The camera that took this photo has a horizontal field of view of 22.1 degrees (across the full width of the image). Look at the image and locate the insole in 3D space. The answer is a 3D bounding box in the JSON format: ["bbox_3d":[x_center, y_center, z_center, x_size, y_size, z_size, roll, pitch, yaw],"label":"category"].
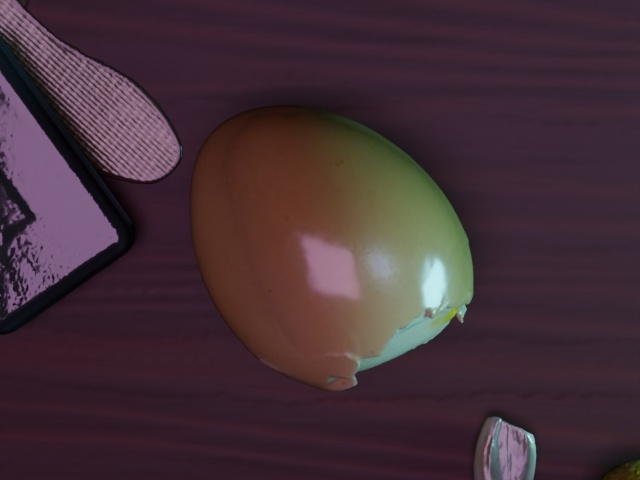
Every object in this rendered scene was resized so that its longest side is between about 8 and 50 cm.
[{"bbox_3d":[-0.226,-0.137,1.405,0.253,0.005,0.086,40,98,-1],"label":"insole"}]

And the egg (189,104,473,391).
[{"bbox_3d":[0.000,0.000,1.308,0.201,0.201,0.244,-40,91,8],"label":"egg"}]

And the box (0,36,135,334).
[{"bbox_3d":[-0.278,-0.050,1.396,0.160,0.050,0.230,-35,95,10],"label":"box"}]

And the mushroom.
[{"bbox_3d":[0.156,0.250,1.409,0.059,0.054,0.202,-1,92,-1],"label":"mushroom"}]

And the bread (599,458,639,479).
[{"bbox_3d":[0.239,0.352,1.386,0.124,0.084,0.344,17,97,-11],"label":"bread"}]
